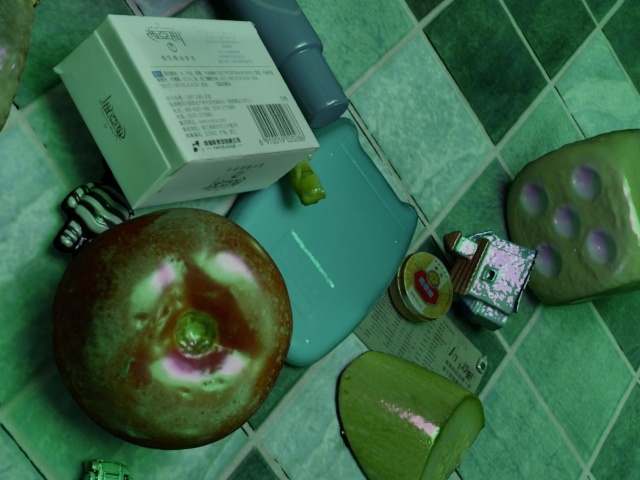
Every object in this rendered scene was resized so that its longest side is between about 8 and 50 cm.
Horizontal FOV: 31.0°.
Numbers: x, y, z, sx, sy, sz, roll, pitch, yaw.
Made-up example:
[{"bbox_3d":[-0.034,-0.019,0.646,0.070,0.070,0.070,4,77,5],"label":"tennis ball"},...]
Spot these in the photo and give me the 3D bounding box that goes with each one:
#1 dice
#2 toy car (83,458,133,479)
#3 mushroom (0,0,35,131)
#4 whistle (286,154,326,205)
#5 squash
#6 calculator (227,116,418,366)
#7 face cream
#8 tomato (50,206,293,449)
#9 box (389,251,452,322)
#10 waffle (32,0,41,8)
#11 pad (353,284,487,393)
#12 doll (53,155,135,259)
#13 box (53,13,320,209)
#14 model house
[{"bbox_3d":[0.483,-0.036,1.935,0.252,0.249,0.255,-3,78,-44],"label":"dice"},{"bbox_3d":[-0.246,0.308,1.295,0.059,0.035,0.122,18,73,-38],"label":"toy car"},{"bbox_3d":[-0.408,-0.229,1.236,0.189,0.164,0.267,26,59,-35],"label":"mushroom"},{"bbox_3d":[-0.050,-0.129,1.571,0.104,0.057,0.198,-6,59,-39],"label":"whistle"},{"bbox_3d":[0.123,0.258,1.663,0.237,0.155,0.204,-48,147,-41],"label":"squash"},{"bbox_3d":[0.000,0.000,1.617,0.256,0.054,0.386,53,51,-16],"label":"calculator"},{"bbox_3d":[-0.081,-0.329,1.604,0.135,0.086,0.385,-16,70,-44],"label":"face cream"},{"bbox_3d":[-0.173,0.097,1.303,0.270,0.222,0.270,0,89,-24],"label":"tomato"},{"bbox_3d":[0.151,0.070,1.732,0.105,0.037,0.106,16,65,-37],"label":"box"},{"bbox_3d":[-0.341,-0.308,1.423,0.152,0.023,0.098,-20,92,-45],"label":"waffle"},{"bbox_3d":[0.153,0.156,1.735,0.265,0.009,0.160,47,50,-21],"label":"pad"},{"bbox_3d":[-0.245,-0.058,1.397,0.091,0.067,0.219,39,50,-12],"label":"doll"},{"bbox_3d":[-0.156,-0.162,1.418,0.274,0.116,0.203,-14,72,-56],"label":"box"},{"bbox_3d":[0.242,0.046,1.801,0.148,0.119,0.148,29,79,-5],"label":"model house"}]
